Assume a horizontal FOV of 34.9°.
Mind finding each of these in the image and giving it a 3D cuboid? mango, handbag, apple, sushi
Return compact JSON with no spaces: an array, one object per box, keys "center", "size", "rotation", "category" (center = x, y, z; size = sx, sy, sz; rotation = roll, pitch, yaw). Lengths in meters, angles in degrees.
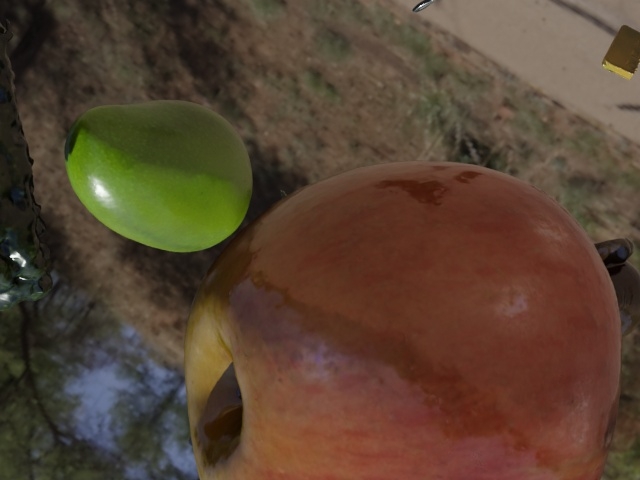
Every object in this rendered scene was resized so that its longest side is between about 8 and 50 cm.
[{"center":[-0.200,-0.089,1.276],"size":[0.156,0.192,0.343],"rotation":[22,179,23],"category":"mango"},{"center":[0.533,-0.328,1.770],"size":[0.061,0.083,0.027],"rotation":[29,169,8],"category":"handbag"},{"center":[0.056,0.108,0.856],"size":[0.364,0.364,0.364],"rotation":[34,180,0],"category":"apple"},{"center":[-0.403,-0.094,1.046],"size":[0.178,0.351,0.294],"rotation":[-13,-173,-23],"category":"sushi"}]

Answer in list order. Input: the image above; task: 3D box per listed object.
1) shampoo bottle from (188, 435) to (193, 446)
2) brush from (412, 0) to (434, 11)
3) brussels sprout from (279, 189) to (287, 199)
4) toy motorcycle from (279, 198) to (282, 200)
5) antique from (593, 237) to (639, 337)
[{"center":[-0.174,0.330,1.993],"size":[0.098,0.071,0.309],"rotation":[31,137,4],"category":"shampoo bottle"},{"center":[0.139,-0.285,1.174],"size":[0.083,0.008,0.024],"rotation":[-26,147,37],"category":"brush"},{"center":[0.003,-0.002,1.543],"size":[0.181,0.100,0.139],"rotation":[23,-151,-14],"category":"brussels sprout"},{"center":[-0.098,0.014,2.144],"size":[0.148,0.221,0.326],"rotation":[23,174,-10],"category":"toy motorcycle"},{"center":[0.409,0.078,1.543],"size":[0.257,0.121,0.143],"rotation":[148,109,-80],"category":"antique"}]
